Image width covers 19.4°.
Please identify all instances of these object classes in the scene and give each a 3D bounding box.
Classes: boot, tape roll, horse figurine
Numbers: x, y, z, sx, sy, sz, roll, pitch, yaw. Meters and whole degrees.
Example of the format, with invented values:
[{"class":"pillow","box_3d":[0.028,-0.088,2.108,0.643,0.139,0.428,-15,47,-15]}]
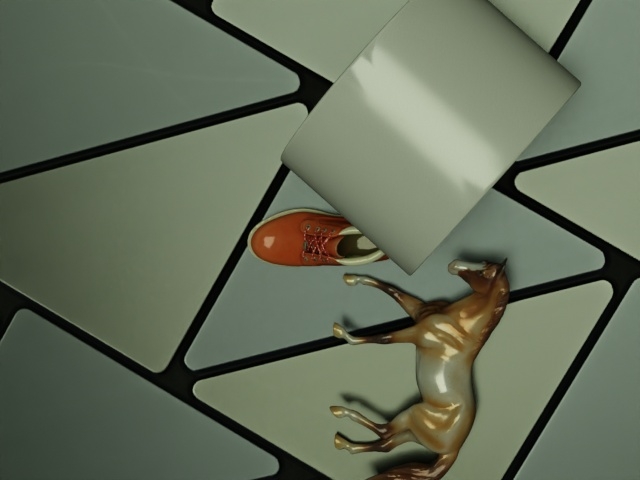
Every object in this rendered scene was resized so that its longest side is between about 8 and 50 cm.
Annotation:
[{"class":"boot","box_3d":[0.000,0.000,1.857,0.158,0.084,0.059,-3,97,10]},{"class":"tape roll","box_3d":[0.102,-0.111,1.749,0.169,0.246,0.246,41,100,2]},{"class":"horse figurine","box_3d":[0.098,0.140,1.867,0.174,0.066,0.263,5,94,14]}]
